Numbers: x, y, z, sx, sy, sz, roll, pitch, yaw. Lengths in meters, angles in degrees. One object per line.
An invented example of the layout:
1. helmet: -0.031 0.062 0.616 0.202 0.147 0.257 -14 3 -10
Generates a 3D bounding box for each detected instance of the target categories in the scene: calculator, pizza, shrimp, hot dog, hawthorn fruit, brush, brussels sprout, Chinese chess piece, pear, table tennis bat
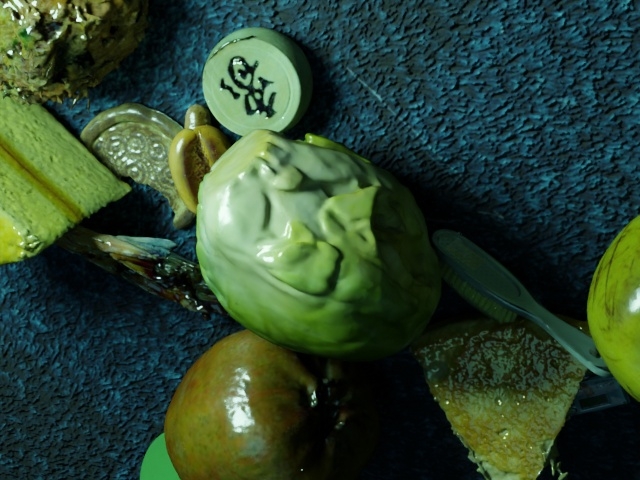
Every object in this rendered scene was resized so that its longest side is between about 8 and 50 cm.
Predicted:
1. calculator: 0.323 0.212 1.980 0.172 0.018 0.057 -16 109 22
2. pizza: 0.239 0.231 1.963 0.279 0.075 0.288 5 101 22
3. shrimp: -0.239 0.024 2.005 0.289 0.178 0.075 25 83 8
4. hot dog: -0.158 -0.106 1.961 0.089 0.060 0.140 -22 111 -9
5. hawthorn fruit: -0.083 0.253 1.993 0.300 0.268 0.268 -29 102 40
6. brush: 0.250 0.093 1.882 0.297 0.068 0.060 38 127 21
7. brussels sprout: 0.000 0.000 1.831 0.344 0.268 0.344 30 160 12
8. Chinese chess piece: -0.081 -0.201 1.898 0.144 0.058 0.144 7 115 16
9. pear: 0.451 0.078 1.736 0.283 0.283 0.284 7 116 15
10. table tennis bat: -0.182 0.397 2.160 0.160 0.039 0.257 -41 65 29

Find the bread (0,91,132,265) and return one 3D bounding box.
1. bread: -0.461 -0.164 1.931 0.244 0.233 0.362 -11 108 32

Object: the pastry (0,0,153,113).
1. pastry: -0.356 -0.295 1.870 0.274 0.193 0.275 8 117 16

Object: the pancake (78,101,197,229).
1. pancake: -0.247 -0.100 2.022 0.190 0.020 0.184 2 115 17
